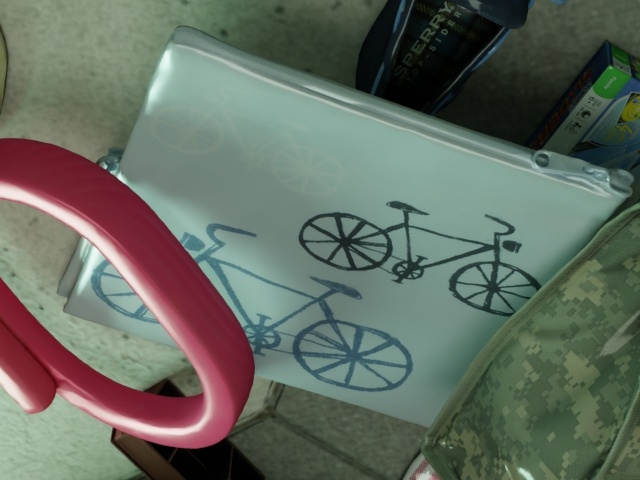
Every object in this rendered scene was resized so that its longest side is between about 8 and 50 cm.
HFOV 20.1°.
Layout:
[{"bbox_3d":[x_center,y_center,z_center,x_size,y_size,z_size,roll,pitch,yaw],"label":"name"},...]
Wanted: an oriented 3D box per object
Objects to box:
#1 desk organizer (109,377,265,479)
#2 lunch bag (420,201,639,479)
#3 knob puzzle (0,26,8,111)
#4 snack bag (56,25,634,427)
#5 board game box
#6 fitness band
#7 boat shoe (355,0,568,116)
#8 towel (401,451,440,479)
[{"bbox_3d":[-0.102,0.172,1.411,0.050,0.047,0.130,-31,118,21],"label":"desk organizer"},{"bbox_3d":[0.249,0.095,1.216,0.235,0.169,0.287,2,132,-35],"label":"lunch bag"},{"bbox_3d":[-0.299,-0.122,1.223,0.213,0.030,0.213,2,126,2],"label":"knob puzzle"},{"bbox_3d":[0.000,0.000,1.234,0.323,0.037,0.342,18,142,-7],"label":"snack bag"},{"bbox_3d":[0.196,-0.026,1.253,0.136,0.035,0.201,26,124,-14],"label":"board game box"},{"bbox_3d":[-0.169,0.044,1.267,0.209,0.054,0.291,-12,129,36],"label":"fitness band"},{"bbox_3d":[0.108,-0.160,1.130,0.109,0.089,0.258,20,125,-10],"label":"boat shoe"},{"bbox_3d":[0.168,0.207,1.396,0.197,0.029,0.144,33,123,2],"label":"towel"}]
